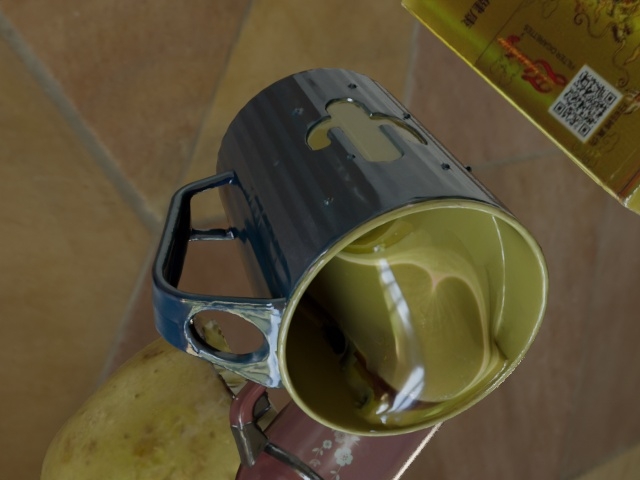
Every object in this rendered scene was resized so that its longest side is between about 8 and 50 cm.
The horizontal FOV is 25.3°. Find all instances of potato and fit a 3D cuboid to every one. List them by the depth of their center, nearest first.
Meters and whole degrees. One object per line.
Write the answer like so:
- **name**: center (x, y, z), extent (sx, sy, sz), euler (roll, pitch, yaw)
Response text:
- **potato**: center (-0.130, 0.227, 1.281), extent (0.242, 0.285, 0.242), euler (-30, 168, -7)

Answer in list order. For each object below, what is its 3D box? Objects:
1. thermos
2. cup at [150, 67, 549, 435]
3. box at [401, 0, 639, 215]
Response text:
- **thermos**: center (0.024, 0.138, 1.125), extent (0.330, 0.109, 0.136), euler (-49, 140, -19)
- **cup**: center (0.000, 0.000, 0.692), extent (0.176, 0.155, 0.131), euler (-8, 125, -15)
- **box**: center (0.105, -0.088, 0.575), extent (0.022, 0.156, 0.089), euler (20, 111, -48)
